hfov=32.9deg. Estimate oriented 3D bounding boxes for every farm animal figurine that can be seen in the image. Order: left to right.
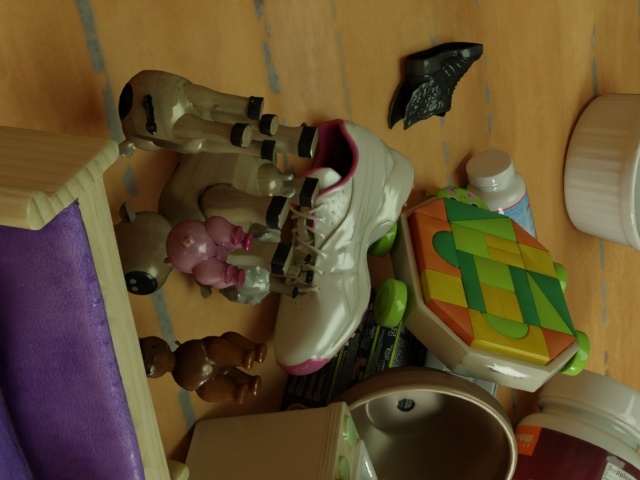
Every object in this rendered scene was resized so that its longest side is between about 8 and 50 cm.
[{"bbox_3d":[-0.115,-0.033,0.998,0.327,0.172,0.330,-60,158,-57],"label":"farm animal figurine"}]

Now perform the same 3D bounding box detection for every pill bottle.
[{"bbox_3d":[0.257,-0.047,1.557,0.087,0.087,0.160,-49,135,-33],"label":"pill bottle"},{"bbox_3d":[0.392,0.419,1.752,0.224,0.224,0.392,46,63,-48],"label":"pill bottle"}]

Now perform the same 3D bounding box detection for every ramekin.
[{"bbox_3d":[0.527,-0.123,1.851,0.277,0.135,0.277,-20,116,-49],"label":"ramekin"}]

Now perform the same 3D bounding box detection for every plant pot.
[{"bbox_3d":[0.103,0.225,1.270,0.109,0.237,0.237,-94,169,-56],"label":"plant pot"}]

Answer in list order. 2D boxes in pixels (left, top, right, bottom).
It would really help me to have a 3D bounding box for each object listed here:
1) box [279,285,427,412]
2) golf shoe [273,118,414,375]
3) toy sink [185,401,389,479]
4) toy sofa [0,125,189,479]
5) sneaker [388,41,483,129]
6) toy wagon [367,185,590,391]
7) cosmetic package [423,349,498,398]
[{"bbox_3d":[0.043,0.192,1.367,0.216,0.060,0.270,20,83,-53],"label":"box"},{"bbox_3d":[0.000,0.000,1.230,0.140,0.115,0.306,43,58,-39],"label":"golf shoe"},{"bbox_3d":[-0.011,0.271,1.154,0.131,0.234,0.152,-79,155,-50],"label":"toy sink"},{"bbox_3d":[-0.231,0.104,0.851,0.177,0.150,0.362,-53,144,-50],"label":"toy sofa"},{"bbox_3d":[0.152,-0.203,1.410,0.170,0.051,0.089,-23,118,-42],"label":"sneaker"},{"bbox_3d":[0.188,0.032,1.340,0.267,0.344,0.068,16,130,-18],"label":"toy wagon"},{"bbox_3d":[0.202,0.144,1.455,0.238,0.107,0.127,-37,137,-68],"label":"cosmetic package"}]
